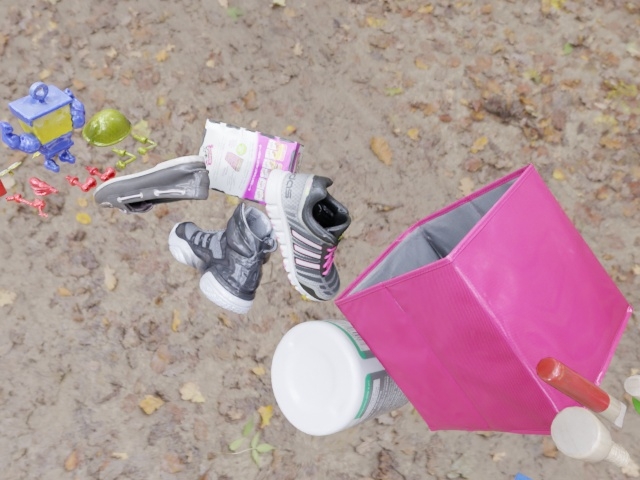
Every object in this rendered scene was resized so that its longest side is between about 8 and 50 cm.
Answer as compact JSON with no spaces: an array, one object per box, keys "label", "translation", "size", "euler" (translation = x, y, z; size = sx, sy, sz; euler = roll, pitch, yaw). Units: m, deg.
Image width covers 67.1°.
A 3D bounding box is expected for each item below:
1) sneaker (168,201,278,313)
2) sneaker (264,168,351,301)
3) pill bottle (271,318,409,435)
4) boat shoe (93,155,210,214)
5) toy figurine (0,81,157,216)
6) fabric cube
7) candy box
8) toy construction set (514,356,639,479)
[{"label":"sneaker","translation":[-0.160,-0.001,0.824],"size":[0.153,0.101,0.268],"euler":[-56,44,5]},{"label":"sneaker","translation":[0.000,0.000,0.513],"size":[0.074,0.170,0.063],"euler":[-2,35,26]},{"label":"pill bottle","translation":[0.088,0.261,0.997],"size":[0.204,0.361,0.204],"euler":[-6,81,37]},{"label":"boat shoe","translation":[-0.384,-0.101,1.074],"size":[0.335,0.112,0.096],"euler":[-13,88,29]},{"label":"toy figurine","translation":[-0.553,-0.251,1.062],"size":[0.191,0.217,0.362],"euler":[31,51,18]},{"label":"fabric cube","translation":[0.231,0.093,0.708],"size":[0.254,0.259,0.258],"euler":[-40,95,-36]},{"label":"candy box","translation":[-0.169,-0.178,1.136],"size":[0.233,0.071,0.159],"euler":[18,97,13]},{"label":"toy construction set","translation":[0.281,0.275,0.388],"size":[0.237,0.257,0.309],"euler":[31,50,-27]}]
